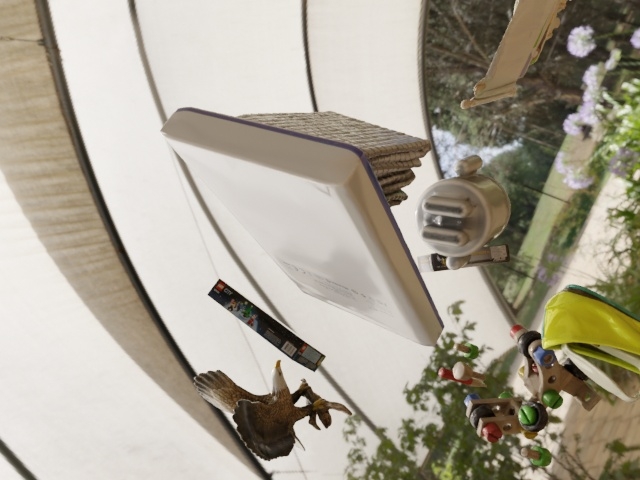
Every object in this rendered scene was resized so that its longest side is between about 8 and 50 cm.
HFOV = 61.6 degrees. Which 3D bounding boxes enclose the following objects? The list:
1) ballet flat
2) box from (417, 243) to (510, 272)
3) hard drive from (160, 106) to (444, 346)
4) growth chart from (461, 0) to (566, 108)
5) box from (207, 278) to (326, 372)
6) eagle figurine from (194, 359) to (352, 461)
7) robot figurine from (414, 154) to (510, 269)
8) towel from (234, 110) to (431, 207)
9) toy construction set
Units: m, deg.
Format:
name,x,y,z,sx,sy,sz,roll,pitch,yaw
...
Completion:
name,x,y,z,sx,sy,sz,roll,pitch,yaw
ballet flat,0.312,0.120,0.482,0.077,0.231,0.077,-58,-22,-18
box,0.428,0.056,1.629,0.183,0.231,0.056,115,148,-86
hard drive,0.000,0.000,0.558,0.040,0.210,0.318,-58,-35,-17
growth chart,0.328,-0.325,0.867,0.172,0.021,0.237,-18,-39,-39
box,-0.108,0.176,1.105,0.044,0.233,0.159,-54,-24,-9
eagle figurine,-0.122,0.386,1.231,0.298,0.225,0.226,-2,-28,-39
robot figurine,0.378,-0.073,1.410,0.353,0.200,0.299,-17,-63,-56
towel,0.012,-0.128,0.877,0.284,0.235,0.121,-21,-51,-52
toy construction set,0.452,0.331,1.191,0.309,0.237,0.257,-1,70,64
